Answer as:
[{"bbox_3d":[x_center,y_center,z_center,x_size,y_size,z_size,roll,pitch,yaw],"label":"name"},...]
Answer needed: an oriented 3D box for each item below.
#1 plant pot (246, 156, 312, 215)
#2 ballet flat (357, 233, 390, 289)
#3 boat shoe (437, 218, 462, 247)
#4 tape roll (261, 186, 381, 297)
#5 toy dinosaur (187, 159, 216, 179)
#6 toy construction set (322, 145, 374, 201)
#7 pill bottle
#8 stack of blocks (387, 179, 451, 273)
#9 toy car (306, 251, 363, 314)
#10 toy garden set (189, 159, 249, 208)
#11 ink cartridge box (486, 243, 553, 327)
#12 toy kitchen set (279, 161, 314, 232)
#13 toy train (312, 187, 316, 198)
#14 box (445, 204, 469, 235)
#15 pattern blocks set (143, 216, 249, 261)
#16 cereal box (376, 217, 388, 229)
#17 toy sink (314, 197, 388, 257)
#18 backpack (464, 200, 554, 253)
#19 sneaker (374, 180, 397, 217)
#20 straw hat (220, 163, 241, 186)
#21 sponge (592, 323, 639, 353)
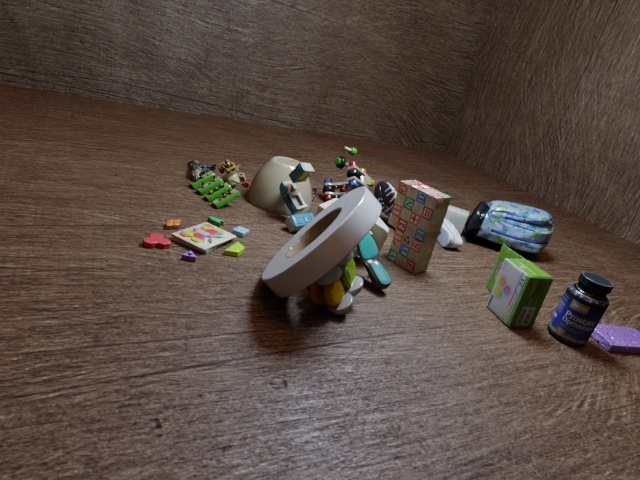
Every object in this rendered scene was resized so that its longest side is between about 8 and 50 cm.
[{"bbox_3d":[-0.159,-0.249,1.956,0.285,0.190,0.284,12,24,-5],"label":"plant pot"},{"bbox_3d":[0.162,0.070,1.486,0.074,0.074,0.203,-6,64,-40],"label":"ballet flat"},{"bbox_3d":[0.558,-0.050,2.054,0.088,0.096,0.267,12,24,-16],"label":"boat shoe"},{"bbox_3d":[0.000,0.000,1.276,0.072,0.392,0.392,49,21,-10],"label":"tape roll"},{"bbox_3d":[-0.541,-0.331,2.088,0.118,0.063,0.268,-1,24,-19],"label":"toy dinosaur"},{"bbox_3d":[0.175,-0.221,2.104,0.237,0.257,0.308,16,40,-30],"label":"toy construction set"},{"bbox_3d":[0.820,0.213,1.439,0.123,0.219,0.122,12,23,-5],"label":"pill bottle"},{"bbox_3d":[0.338,-0.051,1.659,0.087,0.296,0.171,-10,32,-40],"label":"stack of blocks"},{"bbox_3d":[0.029,0.110,1.290,0.136,0.159,0.182,-1,35,33],"label":"toy car"},{"bbox_3d":[-0.399,-0.245,1.863,0.204,0.049,0.244,-35,46,-22],"label":"toy garden set"},{"bbox_3d":[0.621,0.143,1.527,0.097,0.188,0.255,4,23,-19],"label":"ink cartridge box"},{"bbox_3d":[-0.075,-0.165,1.739,0.122,0.166,0.207,-14,69,-47],"label":"toy kitchen set"},{"bbox_3d":[-0.037,-0.216,2.148,0.027,0.036,0.158,15,23,2],"label":"toy train"},{"bbox_3d":[0.567,-0.127,2.213,0.275,0.113,0.094,22,24,15],"label":"box"},{"bbox_3d":[-0.382,-0.013,1.492,0.286,0.026,0.325,17,23,6],"label":"pattern blocks set"},{"bbox_3d":[0.164,-0.076,1.838,0.173,0.047,0.240,53,34,9],"label":"cereal box"},{"bbox_3d":[0.091,-0.017,1.598,0.234,0.152,0.131,34,33,19],"label":"toy sink"},{"bbox_3d":[0.890,-0.066,2.136,0.356,0.273,0.290,34,20,12],"label":"backpack"},{"bbox_3d":[0.359,-0.142,2.085,0.163,0.106,0.281,2,55,-53],"label":"sneaker"},{"bbox_3d":[-0.390,-0.272,2.026,0.061,0.145,0.144,52,22,-9],"label":"straw hat"},{"bbox_3d":[1.008,0.330,1.528,0.210,0.031,0.117,8,24,-16],"label":"sponge"}]
